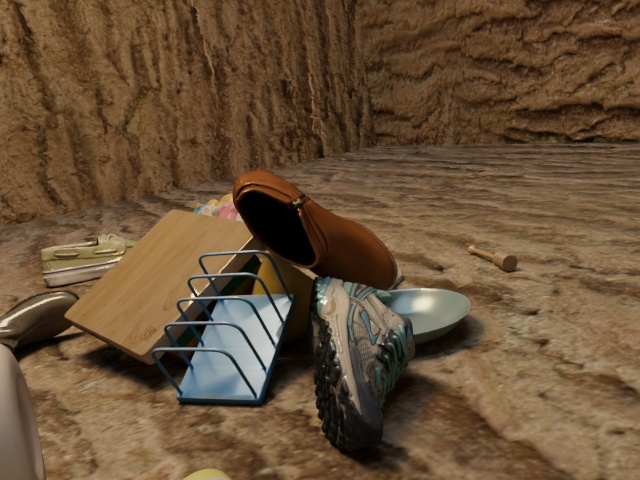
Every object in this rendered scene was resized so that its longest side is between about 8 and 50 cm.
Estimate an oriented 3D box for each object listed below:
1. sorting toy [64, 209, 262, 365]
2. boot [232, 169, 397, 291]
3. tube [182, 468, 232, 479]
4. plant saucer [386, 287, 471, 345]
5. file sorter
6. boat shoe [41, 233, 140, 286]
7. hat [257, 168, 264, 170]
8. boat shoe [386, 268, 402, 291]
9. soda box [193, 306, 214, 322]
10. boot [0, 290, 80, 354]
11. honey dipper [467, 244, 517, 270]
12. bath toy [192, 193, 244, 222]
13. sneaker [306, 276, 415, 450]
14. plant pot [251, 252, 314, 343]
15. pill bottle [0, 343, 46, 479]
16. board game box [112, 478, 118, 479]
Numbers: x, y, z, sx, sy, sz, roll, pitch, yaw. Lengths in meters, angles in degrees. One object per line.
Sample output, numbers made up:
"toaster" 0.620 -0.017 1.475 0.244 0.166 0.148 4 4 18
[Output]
"sorting toy" -0.229 0.079 1.051 0.256 0.089 0.257 11 52 45
"boot" 0.000 0.000 0.923 0.109 0.283 0.220 -48 9 5
"tube" -0.039 0.245 0.466 0.240 0.062 0.070 19 74 55
"plant saucer" 0.117 0.115 0.951 0.195 0.037 0.195 -9 13 2
"file sorter" -0.121 0.107 0.850 0.118 0.104 0.170 -4 43 22
"boat shoe" -0.516 0.033 1.614 0.303 0.094 0.109 -15 14 -23
"hat" -0.099 -0.125 1.816 0.173 0.183 0.208 -13 13 -17
"boat shoe" 0.121 0.060 1.189 0.035 0.035 0.100 -4 14 23
"soda box" -0.185 0.103 1.151 0.183 0.062 0.058 -4 14 23
"boot" -0.506 0.170 1.090 0.247 0.083 0.161 -19 22 -19
"honey dipper" 0.309 0.026 1.226 0.031 0.030 0.161 -11 11 -10
"bath toy" -0.208 -0.050 1.730 0.348 0.129 0.151 6 63 54
"sneaker" 0.055 0.122 0.762 0.122 0.110 0.283 2 26 -6
"plant pot" -0.049 0.094 0.983 0.095 0.134 0.134 -56 26 -9
"pill bottle" -0.421 0.211 0.576 0.323 0.181 0.181 -13 13 -20
"board game box" -0.169 0.255 0.297 0.145 0.141 0.275 -10 12 -4
